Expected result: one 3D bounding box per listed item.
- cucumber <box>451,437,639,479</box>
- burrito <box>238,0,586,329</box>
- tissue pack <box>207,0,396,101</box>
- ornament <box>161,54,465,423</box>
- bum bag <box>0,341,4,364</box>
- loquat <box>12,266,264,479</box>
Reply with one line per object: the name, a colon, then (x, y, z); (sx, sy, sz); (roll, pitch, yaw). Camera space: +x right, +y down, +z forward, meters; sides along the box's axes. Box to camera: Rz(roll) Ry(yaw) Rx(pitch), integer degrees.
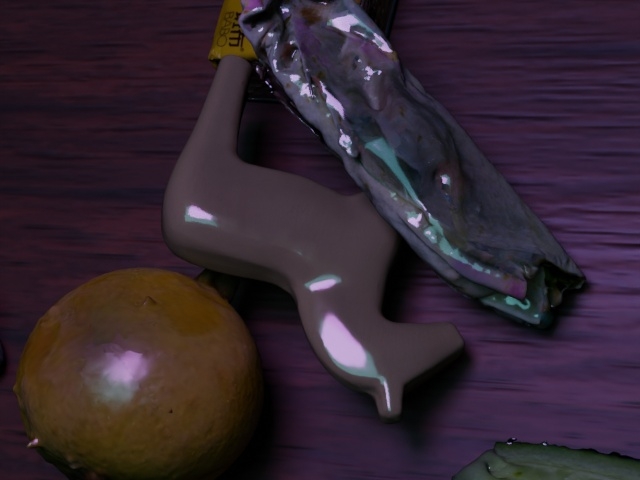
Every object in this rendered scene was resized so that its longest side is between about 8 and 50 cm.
cucumber: (0.174, 0.184, 0.895); (0.193, 0.086, 0.115); (18, 33, 29)
burrito: (0.057, -0.060, 0.999); (0.096, 0.066, 0.309); (-36, 79, -31)
tissue pack: (-0.007, -0.196, 1.119); (0.120, 0.082, 0.169); (7, 73, 25)
ornament: (0.000, 0.000, 1.023); (0.230, 0.061, 0.245); (17, 56, 0)
bum bag: (-0.335, 0.018, 1.187); (0.123, 0.060, 0.248); (-23, 64, 14)
loquat: (-0.119, 0.094, 1.015); (0.172, 0.149, 0.204); (14, 53, 32)
